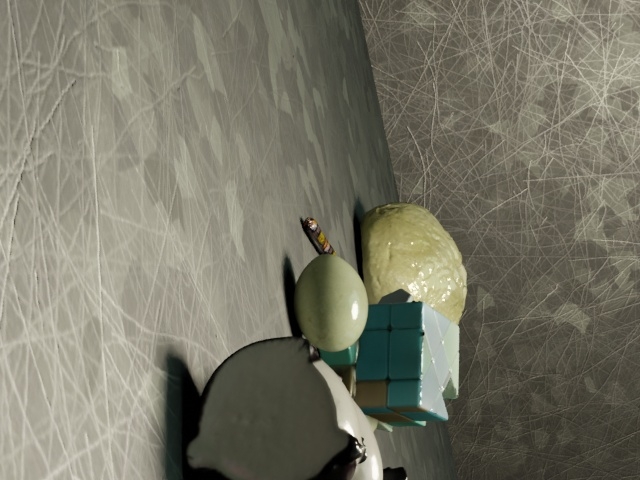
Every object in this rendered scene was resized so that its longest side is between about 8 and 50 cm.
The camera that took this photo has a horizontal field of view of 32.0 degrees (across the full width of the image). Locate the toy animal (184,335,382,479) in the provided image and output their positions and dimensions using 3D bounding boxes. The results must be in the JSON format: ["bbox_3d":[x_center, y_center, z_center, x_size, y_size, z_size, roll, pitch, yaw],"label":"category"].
[{"bbox_3d":[-0.028,0.215,1.159,0.187,0.165,0.235,65,4,29],"label":"toy animal"}]

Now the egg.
[{"bbox_3d":[0.015,0.094,1.700,0.114,0.114,0.152,54,25,-69],"label":"egg"}]

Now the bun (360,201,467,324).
[{"bbox_3d":[0.222,0.081,2.601,0.349,0.227,0.352,16,62,-77],"label":"bun"}]

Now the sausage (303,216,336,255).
[{"bbox_3d":[0.000,0.000,1.979,0.028,0.025,0.198,-52,158,-9],"label":"sausage"}]

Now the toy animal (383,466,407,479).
[{"bbox_3d":[0.095,0.410,1.834,0.210,0.117,0.121,64,12,-52],"label":"toy animal"}]

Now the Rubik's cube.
[{"bbox_3d":[0.106,0.201,1.892,0.224,0.213,0.265,35,54,-56],"label":"Rubik's cube"}]
